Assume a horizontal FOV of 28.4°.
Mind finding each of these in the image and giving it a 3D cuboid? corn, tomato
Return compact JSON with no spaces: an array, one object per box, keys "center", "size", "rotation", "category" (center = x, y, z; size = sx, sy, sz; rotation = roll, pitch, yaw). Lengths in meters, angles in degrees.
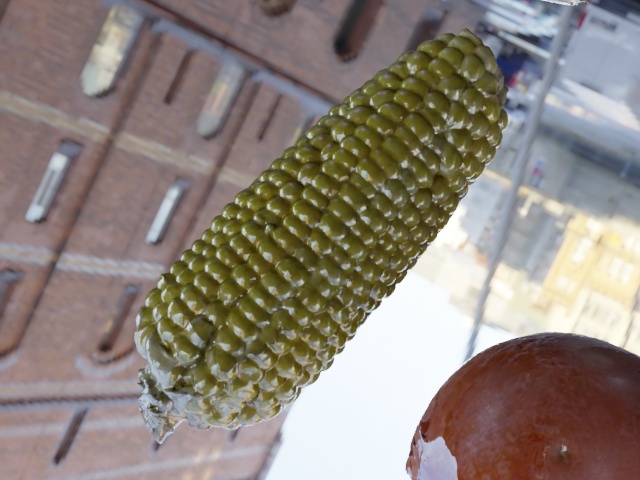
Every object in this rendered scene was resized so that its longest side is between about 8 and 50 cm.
[{"center":[0.000,0.000,0.866],"size":[0.130,0.347,0.130],"rotation":[42,172,7],"category":"corn"},{"center":[0.169,0.163,0.878],"size":[0.208,0.184,0.208],"rotation":[55,162,27],"category":"tomato"}]

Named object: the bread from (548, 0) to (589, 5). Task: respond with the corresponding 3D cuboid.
[{"center":[0.174,-0.233,0.978],"size":[0.106,0.082,0.125],"rotation":[23,-153,9],"category":"bread"}]
